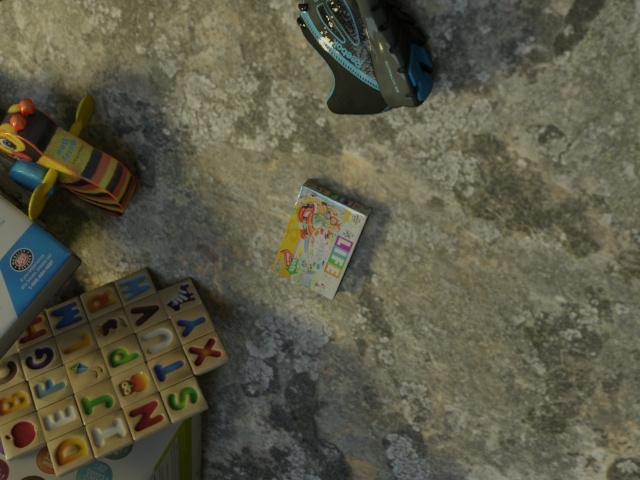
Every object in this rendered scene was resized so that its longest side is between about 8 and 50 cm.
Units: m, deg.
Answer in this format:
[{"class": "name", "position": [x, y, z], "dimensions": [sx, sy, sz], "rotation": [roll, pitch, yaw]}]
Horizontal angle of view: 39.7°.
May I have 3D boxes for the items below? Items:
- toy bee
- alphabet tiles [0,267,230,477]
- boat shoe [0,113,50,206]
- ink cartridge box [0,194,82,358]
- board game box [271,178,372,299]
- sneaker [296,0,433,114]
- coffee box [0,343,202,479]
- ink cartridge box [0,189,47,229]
[{"class": "toy bee", "position": [-0.401, -0.126, 1.264], "dimensions": [0.298, 0.195, 0.162], "rotation": [5, 163, -22]}, {"class": "alphabet tiles", "position": [-0.323, 0.185, 1.328], "dimensions": [0.342, 0.285, 0.011], "rotation": [-23, 143, -11]}, {"class": "boat shoe", "position": [-0.532, -0.152, 1.376], "dimensions": [0.277, 0.098, 0.096], "rotation": [41, 121, -4]}, {"class": "ink cartridge box", "position": [-0.544, 0.014, 1.289], "dimensions": [0.307, 0.129, 0.223], "rotation": [39, 81, -2]}, {"class": "board game box", "position": [0.000, 0.000, 1.288], "dimensions": [0.103, 0.026, 0.154], "rotation": [25, 121, 7]}, {"class": "sneaker", "position": [0.019, -0.309, 1.072], "dimensions": [0.139, 0.125, 0.341], "rotation": [-10, 109, 30]}, {"class": "coffee box", "position": [-0.410, 0.391, 1.415], "dimensions": [0.337, 0.334, 0.338], "rotation": [20, 136, 11]}, {"class": "ink cartridge box", "position": [-0.528, -0.008, 1.450], "dimensions": [0.143, 0.090, 0.092], "rotation": [37, 122, 0]}]
